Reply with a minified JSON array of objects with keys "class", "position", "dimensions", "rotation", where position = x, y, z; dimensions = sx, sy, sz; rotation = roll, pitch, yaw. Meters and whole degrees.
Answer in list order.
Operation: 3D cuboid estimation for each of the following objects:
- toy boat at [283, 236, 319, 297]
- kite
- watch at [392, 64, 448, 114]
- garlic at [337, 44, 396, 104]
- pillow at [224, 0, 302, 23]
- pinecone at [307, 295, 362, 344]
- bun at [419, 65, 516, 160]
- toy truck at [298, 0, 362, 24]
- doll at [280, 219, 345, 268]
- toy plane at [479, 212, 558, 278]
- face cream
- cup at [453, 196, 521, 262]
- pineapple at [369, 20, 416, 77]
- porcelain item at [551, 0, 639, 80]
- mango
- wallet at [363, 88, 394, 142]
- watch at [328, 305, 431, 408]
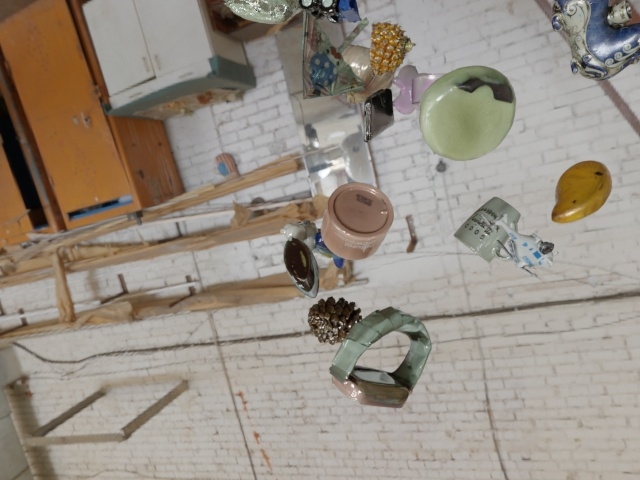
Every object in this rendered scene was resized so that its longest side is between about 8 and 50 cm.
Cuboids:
[{"class":"toy boat","position":[-0.066,0.100,1.640],"dimensions":[0.114,0.115,0.262],"rotation":[-24,-132,3]},{"class":"kite","position":[0.042,-0.554,1.338],"dimensions":[0.314,0.335,0.011],"rotation":[-52,-133,1]},{"class":"watch","position":[0.456,-0.654,1.892],"dimensions":[0.249,0.210,0.217],"rotation":[-4,-171,-16]},{"class":"garlic","position":[0.194,-0.782,2.067],"dimensions":[0.322,0.241,0.322],"rotation":[10,154,5]},{"class":"pillow","position":[-0.242,-1.043,1.961],"dimensions":[0.310,0.138,0.283],"rotation":[12,-149,10]},{"class":"pinecone","position":[0.054,0.300,1.705],"dimensions":[0.205,0.184,0.179],"rotation":[-20,153,-39]},{"class":"bun","position":[0.415,-0.379,1.293],"dimensions":[0.283,0.283,0.179],"rotation":[-14,-143,4]},{"class":"toy truck","position":[0.042,-0.820,1.515],"dimensions":[0.208,0.126,0.113],"rotation":[19,-168,18]},{"class":"doll","position":[0.003,-0.008,1.949],"dimensions":[0.366,0.187,0.376],"rotation":[16,-161,-9]},{"class":"toy plane","position":[0.515,-0.002,1.143],"dimensions":[0.107,0.273,0.182],"rotation":[-43,-165,15]},{"class":"face cream","position":[0.080,-0.043,0.997],"dimensions":[0.149,0.149,0.104],"rotation":[-17,155,-18]},{"class":"cup","position":[0.713,-0.032,1.801],"dimensions":[0.186,0.234,0.258],"rotation":[28,-165,-43]},{"class":"pineapple","position":[0.241,-0.626,1.439],"dimensions":[0.137,0.161,0.176],"rotation":[5,-127,20]},{"class":"porcelain item","position":[0.734,-0.564,1.160],"dimensions":[0.186,0.288,0.138],"rotation":[-15,-155,47]},{"class":"mango","position":[0.875,-0.156,1.486],"dimensions":[0.177,0.120,0.295],"rotation":[-18,-148,54]},{"class":"wallet","position":[0.240,-0.514,1.784],"dimensions":[0.045,0.172,0.318],"rotation":[7,-153,24]},{"class":"watch","position":[0.170,0.297,1.169],"dimensions":[0.253,0.241,0.162],"rotation":[16,-179,-28]}]
